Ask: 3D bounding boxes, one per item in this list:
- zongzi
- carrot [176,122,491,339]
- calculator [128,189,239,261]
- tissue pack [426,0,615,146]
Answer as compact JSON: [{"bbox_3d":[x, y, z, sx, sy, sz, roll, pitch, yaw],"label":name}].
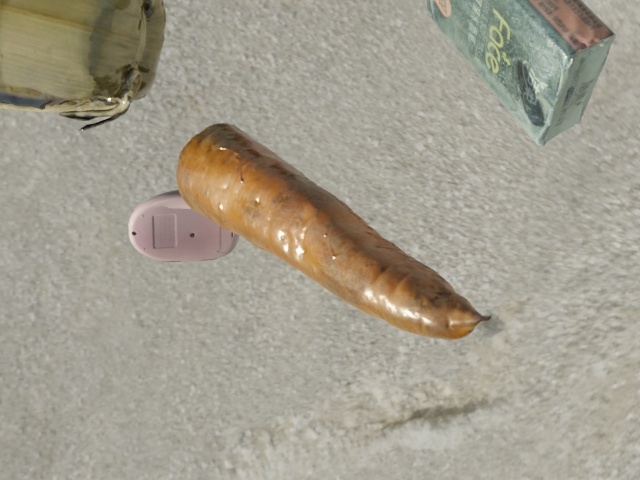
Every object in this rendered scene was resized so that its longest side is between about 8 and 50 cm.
[{"bbox_3d":[-0.179,-0.123,0.527,0.195,0.197,0.099,12,92,4],"label":"zongzi"},{"bbox_3d":[0.000,0.000,0.445,0.224,0.057,0.057,34,104,45],"label":"carrot"},{"bbox_3d":[-0.154,-0.018,1.080,0.024,0.166,0.103,-119,28,-55],"label":"calculator"},{"bbox_3d":[0.279,-0.322,1.270,0.103,0.228,0.315,-31,66,-9],"label":"tissue pack"}]
